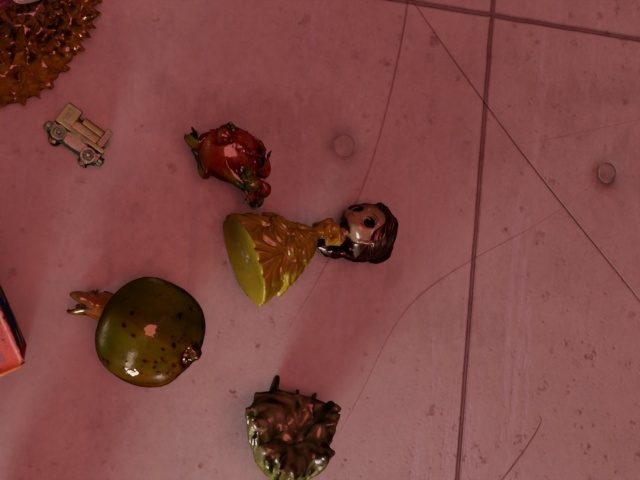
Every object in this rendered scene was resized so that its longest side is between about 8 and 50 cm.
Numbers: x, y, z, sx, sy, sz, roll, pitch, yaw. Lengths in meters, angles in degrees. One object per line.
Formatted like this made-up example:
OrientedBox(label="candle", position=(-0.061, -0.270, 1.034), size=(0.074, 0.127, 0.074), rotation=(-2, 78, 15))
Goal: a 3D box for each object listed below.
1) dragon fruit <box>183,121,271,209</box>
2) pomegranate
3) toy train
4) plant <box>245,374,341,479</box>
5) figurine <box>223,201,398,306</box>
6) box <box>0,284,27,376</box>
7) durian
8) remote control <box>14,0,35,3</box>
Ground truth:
OrientedBox(label="dragon fruit", position=(-0.152, -0.143, 1.686), size=(0.142, 0.138, 0.175), rotation=(-28, 75, -12))
OrientedBox(label="pomegranate", position=(-0.324, 0.153, 1.613), size=(0.246, 0.198, 0.198), rotation=(19, 85, -14))
OrientedBox(label="toy train", position=(-0.431, -0.186, 1.655), size=(0.122, 0.050, 0.081), rotation=(35, 74, -13))
OrientedBox(label="plant", position=(-0.098, 0.421, 1.736), size=(0.180, 0.251, 0.333), rotation=(31, 119, 4))
OrientedBox(label="figurine", position=(0.000, -0.004, 1.729), size=(0.315, 0.187, 0.168), rotation=(-15, 105, -22))
OrientedBox(label="box", position=(-0.691, 0.115, 1.470), size=(0.349, 0.257, 0.318), rotation=(-22, 95, -15))
OrientedBox(label="durian", position=(-0.510, -0.351, 1.595), size=(0.341, 0.112, 0.191), rotation=(-37, 98, -16))
OrientedBox(label="remote control", position=(-0.423, -0.494, 1.575), size=(0.109, 0.055, 0.313), rotation=(50, 50, 4))
